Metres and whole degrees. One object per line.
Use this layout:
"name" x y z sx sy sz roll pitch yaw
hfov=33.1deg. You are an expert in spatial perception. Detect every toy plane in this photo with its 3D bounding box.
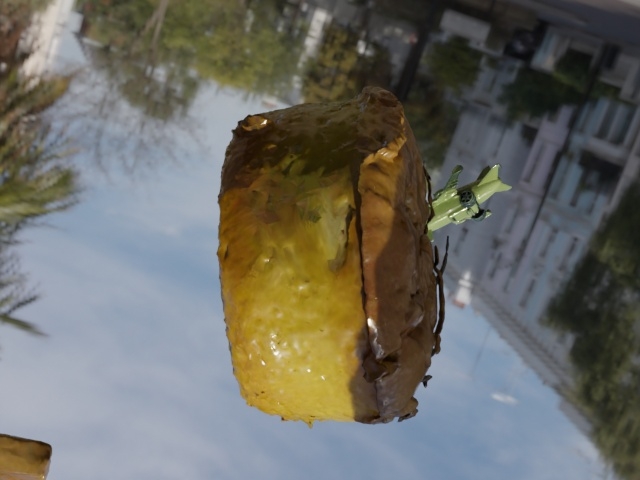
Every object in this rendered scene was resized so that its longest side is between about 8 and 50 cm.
"toy plane" 0.132 -0.035 1.047 0.102 0.111 0.040 45 -166 -51

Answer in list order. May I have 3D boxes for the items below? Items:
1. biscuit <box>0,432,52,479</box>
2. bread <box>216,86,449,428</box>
"biscuit" -0.259 0.111 0.578 0.144 0.040 0.236 -16 153 20
"bread" 0.003 -0.004 0.770 0.160 0.261 0.147 -2 161 15
